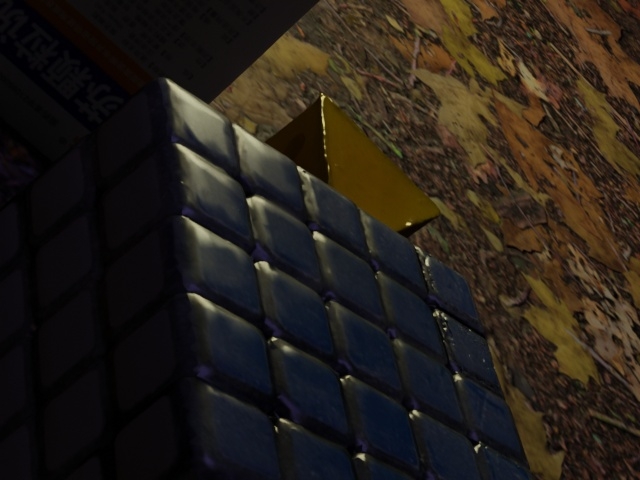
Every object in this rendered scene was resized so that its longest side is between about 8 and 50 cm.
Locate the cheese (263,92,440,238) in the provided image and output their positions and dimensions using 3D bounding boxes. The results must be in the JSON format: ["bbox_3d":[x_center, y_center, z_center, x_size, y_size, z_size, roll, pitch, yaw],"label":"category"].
[{"bbox_3d":[0.000,0.000,1.348,0.126,0.093,0.171,46,25,-15],"label":"cheese"}]

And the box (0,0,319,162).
[{"bbox_3d":[-0.102,-0.195,1.202,0.200,0.299,0.106,42,26,-16],"label":"box"}]

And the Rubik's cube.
[{"bbox_3d":[-0.058,0.111,0.914,0.237,0.238,0.237,32,31,-35],"label":"Rubik's cube"}]
